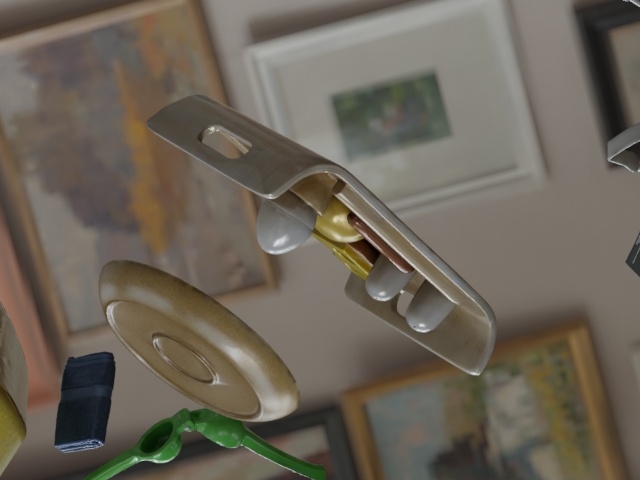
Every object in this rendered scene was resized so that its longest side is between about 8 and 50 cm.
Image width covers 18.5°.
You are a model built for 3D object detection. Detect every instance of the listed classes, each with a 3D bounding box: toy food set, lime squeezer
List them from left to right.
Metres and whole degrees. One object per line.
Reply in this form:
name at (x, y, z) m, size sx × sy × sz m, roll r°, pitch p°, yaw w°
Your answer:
lime squeezer at (-0.148, 0.231, 2.152) m, size 0.059 × 0.310 × 0.110 m, roll -110°, pitch 19°, yaw -46°
toy food set at (0.000, 0.000, 1.749) m, size 0.306 × 0.092 × 0.220 m, roll 43°, pitch 172°, yaw -37°

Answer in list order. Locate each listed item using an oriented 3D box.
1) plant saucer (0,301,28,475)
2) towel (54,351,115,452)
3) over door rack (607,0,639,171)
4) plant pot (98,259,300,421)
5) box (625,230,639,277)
plant saucer at (-0.425, 0.258, 2.220) m, size 0.081 × 0.333 × 0.333 m, roll 32°, pitch -172°, yaw -15°
towel at (-0.272, 0.188, 2.283) m, size 0.029 × 0.067 × 0.119 m, roll 52°, pitch -145°, yaw -49°
over door rack at (0.383, -0.123, 2.095) m, size 0.324 × 0.108 × 0.239 m, roll 34°, pitch -132°, yaw -42°
plant pot at (-0.126, 0.107, 1.926) m, size 0.032 × 0.236 × 0.236 m, roll -54°, pitch -33°, yaw -24°
box at (0.274, 0.017, 1.415) m, size 0.083 × 0.062 × 0.052 m, roll 49°, pitch 143°, yaw 29°
